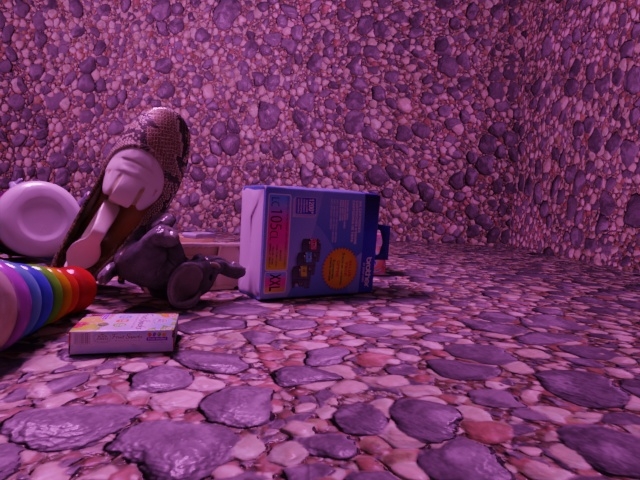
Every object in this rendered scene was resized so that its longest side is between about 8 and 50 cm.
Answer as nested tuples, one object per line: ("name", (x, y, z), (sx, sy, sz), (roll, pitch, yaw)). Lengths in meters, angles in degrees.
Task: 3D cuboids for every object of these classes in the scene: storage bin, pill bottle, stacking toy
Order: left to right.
("pill bottle", (-0.752, -0.047, 1.160), (0.181, 0.182, 0.322), (-1, 0, -44))
("stacking toy", (-0.463, 0.095, 0.721), (0.141, 0.141, 0.330), (3, -2, -1))
("storage bin", (-0.362, 0.051, 1.212), (0.260, 0.123, 0.262), (0, 5, -30))

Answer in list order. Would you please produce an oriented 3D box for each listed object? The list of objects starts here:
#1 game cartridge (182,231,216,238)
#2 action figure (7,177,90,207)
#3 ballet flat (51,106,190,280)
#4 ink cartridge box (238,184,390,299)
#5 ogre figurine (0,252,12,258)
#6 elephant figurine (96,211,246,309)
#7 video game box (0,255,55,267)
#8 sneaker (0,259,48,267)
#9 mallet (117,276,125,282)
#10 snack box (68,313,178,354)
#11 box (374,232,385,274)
("game cartridge", (-0.320, -0.014, 1.206), (0.055, 0.017, 0.083), (10, 7, 24))
("action figure", (-0.862, -0.027, 1.493), (0.275, 0.248, 0.370), (-21, -27, -6))
("ballet flat", (-0.443, -0.063, 0.983), (0.164, 0.483, 0.182), (35, 18, -16))
("ink cartridge box", (0.000, 0.000, 1.171), (0.395, 0.270, 0.151), (0, 8, -33))
("ogre figurine", (-0.964, 0.021, 1.378), (0.197, 0.097, 0.118), (17, -2, 23))
("elephant figurine", (-0.300, 0.071, 0.965), (0.186, 0.239, 0.169), (-31, 28, 9))
("video game box", (-0.731, 0.071, 1.203), (0.187, 0.048, 0.205), (3, 4, 37))
("sneaker", (-0.739, 0.053, 0.944), (0.299, 0.121, 0.111), (1, 5, -21))
("mallet", (-0.506, 0.015, 1.130), (0.062, 0.190, 0.039), (17, 17, 0))
("snack box", (-0.294, 0.140, 0.691), (0.141, 0.037, 0.100), (2, 6, -14))
("box", (0.111, 0.033, 1.620), (0.154, 0.142, 0.300), (2, 5, -15))
